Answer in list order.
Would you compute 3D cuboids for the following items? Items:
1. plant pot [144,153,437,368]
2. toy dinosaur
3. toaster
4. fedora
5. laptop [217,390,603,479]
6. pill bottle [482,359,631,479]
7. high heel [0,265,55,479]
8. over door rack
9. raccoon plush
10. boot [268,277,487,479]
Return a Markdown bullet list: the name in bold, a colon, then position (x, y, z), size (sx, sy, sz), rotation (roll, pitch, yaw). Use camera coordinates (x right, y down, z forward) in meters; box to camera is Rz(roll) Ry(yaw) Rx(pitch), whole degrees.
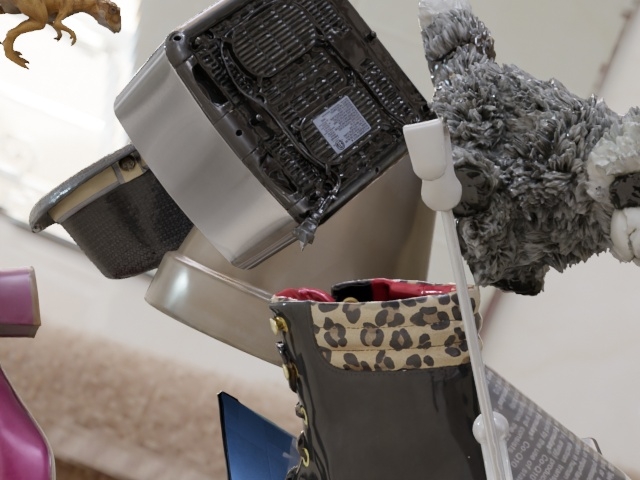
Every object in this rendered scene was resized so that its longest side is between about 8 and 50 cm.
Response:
- **plant pot**: position (0.000, 0.000, 1.921), size (0.323, 0.323, 0.280), rotation (27, -95, -80)
- **toy dinosaur**: position (-0.287, -0.230, 1.608), size (0.211, 0.064, 0.112), rotation (13, -61, -46)
- **toaster**: position (-0.034, -0.086, 1.191), size (0.185, 0.168, 0.110), rotation (-41, 2, -40)
- **fedora**: position (-0.205, -0.051, 2.201), size (0.334, 0.152, 0.334), rotation (-29, 0, 0)
- **laptop**: position (0.130, 0.305, 1.808), size (0.382, 0.408, 0.236), rotation (-104, -3, -57)
- **pill bottle**: position (0.177, 0.260, 1.640), size (0.204, 0.361, 0.204), rotation (-52, 1, 2)
- **high heel**: position (-0.378, 0.200, 1.777), size (0.127, 0.181, 0.377), rotation (120, 145, -58)
- **over door rack**: position (0.195, 0.061, 0.944), size (0.108, 0.239, 0.324), rotation (-78, -24, -74)
- **raccoon plush**: position (0.265, -0.146, 1.763), size (0.216, 0.299, 0.446), rotation (50, -155, -59)
- **boot**: position (0.000, 0.180, 1.415), size (0.138, 0.377, 0.284), rotation (-14, -81, -50)
